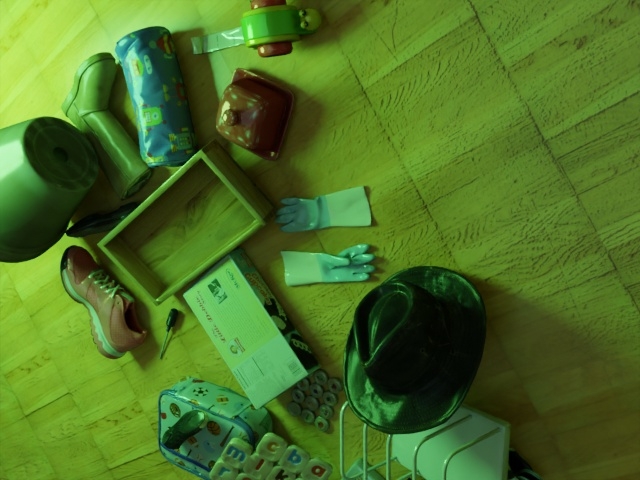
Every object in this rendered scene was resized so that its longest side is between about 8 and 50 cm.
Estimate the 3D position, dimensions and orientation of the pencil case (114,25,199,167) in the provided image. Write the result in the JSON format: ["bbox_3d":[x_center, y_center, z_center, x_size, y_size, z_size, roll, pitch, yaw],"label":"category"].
[{"bbox_3d":[-0.358,-0.308,1.464,0.133,0.119,0.306,-12,98,9],"label":"pencil case"}]

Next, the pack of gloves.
[{"bbox_3d":[0.000,0.000,1.394,0.232,0.046,0.195,-6,101,30],"label":"pack of gloves"}]

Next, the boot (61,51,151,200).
[{"bbox_3d":[-0.476,-0.265,1.568,0.270,0.089,0.236,55,134,7],"label":"boot"}]

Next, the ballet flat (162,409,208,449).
[{"bbox_3d":[-0.308,0.438,1.562,0.173,0.049,0.058,-38,40,35],"label":"ballet flat"}]

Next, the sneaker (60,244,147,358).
[{"bbox_3d":[-0.539,0.142,1.713,0.136,0.116,0.314,-22,99,22],"label":"sneaker"}]

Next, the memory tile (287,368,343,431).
[{"bbox_3d":[-0.014,0.354,1.518,0.113,0.012,0.148,26,115,21],"label":"memory tile"}]

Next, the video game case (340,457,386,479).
[{"bbox_3d":[0.117,0.699,1.525,0.300,0.036,0.329,39,119,15],"label":"video game case"}]

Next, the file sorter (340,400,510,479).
[{"bbox_3d":[0.189,0.409,1.270,0.277,0.173,0.193,15,110,49],"label":"file sorter"}]

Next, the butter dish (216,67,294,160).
[{"bbox_3d":[-0.155,-0.253,1.368,0.159,0.118,0.160,28,115,19],"label":"butter dish"}]

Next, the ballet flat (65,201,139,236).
[{"bbox_3d":[-0.537,-0.038,1.672,0.249,0.084,0.058,-14,121,28],"label":"ballet flat"}]

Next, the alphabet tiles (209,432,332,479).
[{"bbox_3d":[-0.104,0.557,1.525,0.284,0.021,0.278,29,118,-2],"label":"alphabet tiles"}]

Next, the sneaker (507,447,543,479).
[{"bbox_3d":[0.375,0.523,1.293,0.151,0.094,0.256,-33,84,39],"label":"sneaker"}]

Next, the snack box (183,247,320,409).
[{"bbox_3d":[-0.162,0.201,1.524,0.187,0.060,0.322,-39,81,31],"label":"snack box"}]

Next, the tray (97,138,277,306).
[{"bbox_3d":[-0.305,-0.028,1.506,0.411,0.076,0.203,-34,102,32],"label":"tray"}]

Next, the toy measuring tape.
[{"bbox_3d":[-0.150,-0.411,1.326,0.330,0.121,0.122,-1,103,29],"label":"toy measuring tape"}]

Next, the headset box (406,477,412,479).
[{"bbox_3d":[0.215,0.682,1.369,0.283,0.131,0.246,36,117,16],"label":"headset box"}]

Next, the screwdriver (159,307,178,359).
[{"bbox_3d":[-0.390,0.237,1.691,0.025,0.024,0.170,22,119,-10],"label":"screwdriver"}]

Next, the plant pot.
[{"bbox_3d":[-0.680,-0.147,1.570,0.280,0.323,0.323,-26,90,32],"label":"plant pot"}]

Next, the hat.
[{"bbox_3d":[0.138,0.175,1.220,0.331,0.134,0.331,-20,53,29],"label":"hat"}]

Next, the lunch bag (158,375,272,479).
[{"bbox_3d":[-0.256,0.481,1.631,0.303,0.115,0.243,18,114,25],"label":"lunch bag"}]
